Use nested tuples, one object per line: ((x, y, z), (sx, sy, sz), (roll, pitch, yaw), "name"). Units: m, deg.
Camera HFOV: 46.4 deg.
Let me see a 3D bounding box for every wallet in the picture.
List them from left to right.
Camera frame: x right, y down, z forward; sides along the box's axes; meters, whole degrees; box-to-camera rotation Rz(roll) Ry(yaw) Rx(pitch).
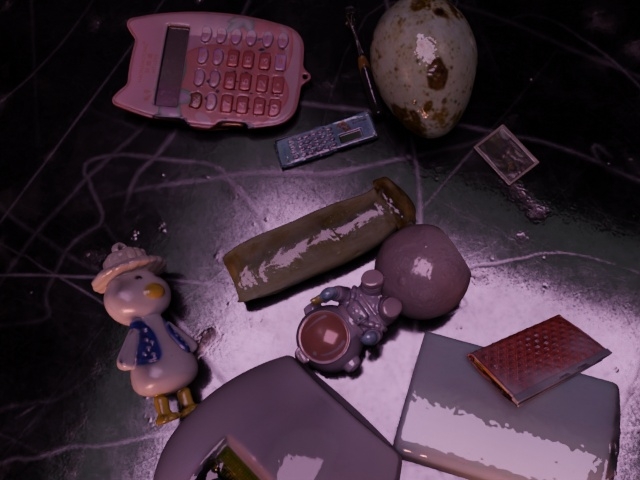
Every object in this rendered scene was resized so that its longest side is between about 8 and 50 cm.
((0.311, 0.164, 1.060), (0.197, 0.020, 0.103), (-18, 44, -31), "wallet")

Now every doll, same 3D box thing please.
((-0.261, 0.133, 1.140), (0.138, 0.119, 0.293), (-8, 68, -42), "doll")
((0.082, 0.095, 1.112), (0.287, 0.151, 0.151), (-36, 74, 1), "doll")

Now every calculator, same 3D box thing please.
((-0.180, -0.288, 1.288), (0.330, 0.048, 0.220), (5, 74, 4), "calculator")
((0.008, -0.170, 1.250), (0.172, 0.018, 0.057), (-17, 75, -1), "calculator")

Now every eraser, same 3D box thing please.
((0.264, 0.256, 1.058), (0.290, 0.104, 0.189), (15, 69, 10), "eraser")

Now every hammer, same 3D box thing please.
((0.072, -0.302, 1.257), (0.021, 0.078, 0.200), (-16, 79, 3), "hammer")

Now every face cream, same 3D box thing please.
((-0.083, 0.354, 1.002), (0.312, 0.219, 0.357), (39, 85, 25), "face cream")

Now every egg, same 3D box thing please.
((0.165, -0.276, 1.187), (0.169, 0.169, 0.231), (-7, 83, 3), "egg")

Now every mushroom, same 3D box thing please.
((0.000, 0.000, 1.173), (0.312, 0.081, 0.099), (-25, 70, 2), "mushroom")

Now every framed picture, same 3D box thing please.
((0.303, -0.140, 1.219), (0.066, 0.006, 0.089), (-37, 74, -5), "framed picture")
